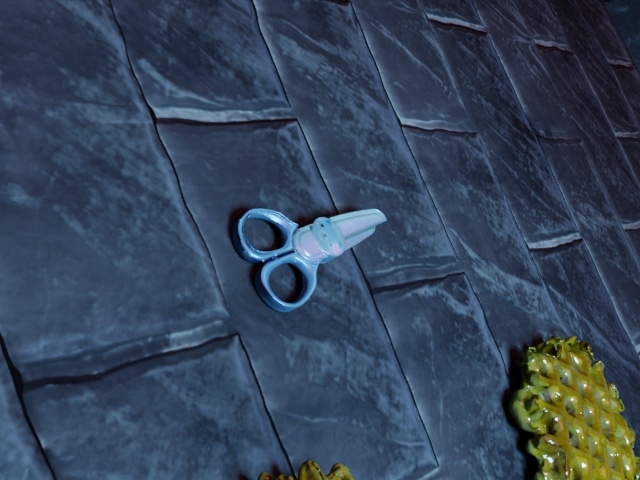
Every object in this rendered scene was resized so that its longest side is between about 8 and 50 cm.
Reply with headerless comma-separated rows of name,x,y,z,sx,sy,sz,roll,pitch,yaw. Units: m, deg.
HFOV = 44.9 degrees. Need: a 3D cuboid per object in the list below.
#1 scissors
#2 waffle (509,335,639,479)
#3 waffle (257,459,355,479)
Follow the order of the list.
scissors,0.000,0.000,0.958,0.256,0.030,0.125,-22,82,-49
waffle,0.397,0.291,1.181,0.325,0.068,0.302,-21,83,-53
waffle,0.022,0.344,0.731,0.293,0.069,0.259,33,41,-30
